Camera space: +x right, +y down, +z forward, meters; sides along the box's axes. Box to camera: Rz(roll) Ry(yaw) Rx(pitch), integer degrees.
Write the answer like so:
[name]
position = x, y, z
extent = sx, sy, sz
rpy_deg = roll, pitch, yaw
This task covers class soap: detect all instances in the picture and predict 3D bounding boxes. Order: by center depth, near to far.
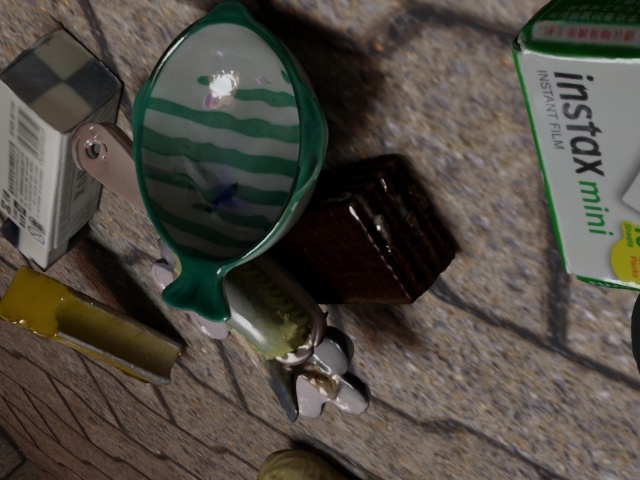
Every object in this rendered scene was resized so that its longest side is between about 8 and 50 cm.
[soap]
position = -0.336, 0.118, 1.304
extent = 0.160, 0.080, 0.257
rpy_deg = 10, 161, 46

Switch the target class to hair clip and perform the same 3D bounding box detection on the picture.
[hair clip]
position = -0.063, 0.086, 0.882
extent = 0.257, 0.075, 0.146
rpy_deg = 42, 151, 17

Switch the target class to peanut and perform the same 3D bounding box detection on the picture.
[peanut]
position = 0.010, 0.362, 1.251
extent = 0.236, 0.110, 0.120
rpy_deg = 21, 131, 33

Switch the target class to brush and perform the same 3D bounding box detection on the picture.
[brush]
position = -0.122, -0.006, 0.815
extent = 0.313, 0.072, 0.067
rpy_deg = 43, -164, 17

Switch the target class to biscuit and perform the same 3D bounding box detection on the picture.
[biscuit]
position = 0.000, 0.000, 0.822
extent = 0.252, 0.070, 0.106
rpy_deg = -7, 123, 55

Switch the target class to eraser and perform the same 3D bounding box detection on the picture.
[eraser]
position = -0.316, -0.085, 1.091
extent = 0.098, 0.096, 0.404
rpy_deg = 42, 152, 1

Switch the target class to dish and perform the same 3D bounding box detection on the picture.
[dish]
position = -0.063, -0.062, 0.747
extent = 0.224, 0.078, 0.246
rpy_deg = 14, 99, 40

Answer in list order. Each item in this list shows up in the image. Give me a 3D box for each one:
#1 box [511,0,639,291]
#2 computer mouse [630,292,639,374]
[box]
position = 0.225, -0.042, 0.443
extent = 0.250, 0.103, 0.180
rpy_deg = 14, 139, 42
[computer mouse]
position = 0.306, 0.079, 0.516
extent = 0.269, 0.086, 0.138
rpy_deg = 23, 138, 48
